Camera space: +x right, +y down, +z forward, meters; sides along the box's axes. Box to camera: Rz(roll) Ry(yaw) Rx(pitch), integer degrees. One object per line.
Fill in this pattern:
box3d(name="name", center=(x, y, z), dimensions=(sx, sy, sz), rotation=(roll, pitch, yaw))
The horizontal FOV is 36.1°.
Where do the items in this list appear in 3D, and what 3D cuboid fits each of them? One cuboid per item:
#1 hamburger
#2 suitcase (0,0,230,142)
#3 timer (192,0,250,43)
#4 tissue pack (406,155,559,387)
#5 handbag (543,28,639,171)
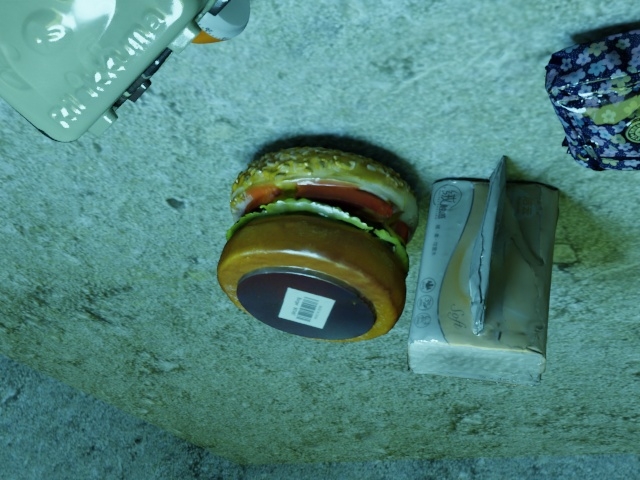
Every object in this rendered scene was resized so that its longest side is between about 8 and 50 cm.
box3d(name="hamburger", center=(0.000, 0.000, 1.605), dimensions=(0.330, 0.250, 0.330), rotation=(11, 150, 6))
box3d(name="suitcase", center=(-0.307, -0.309, 1.118), dimensions=(0.339, 0.194, 0.351), rotation=(44, 130, -13))
box3d(name="timer", center=(-0.165, -0.308, 1.253), dimensions=(0.136, 0.099, 0.136), rotation=(21, 149, 13))
box3d(name="tissue pack", center=(0.255, 0.043, 1.526), dimensions=(0.238, 0.305, 0.238), rotation=(10, 151, 6))
box3d(name="handbag", center=(0.405, -0.171, 1.246), dimensions=(0.228, 0.127, 0.208), rotation=(-12, 144, 25))
